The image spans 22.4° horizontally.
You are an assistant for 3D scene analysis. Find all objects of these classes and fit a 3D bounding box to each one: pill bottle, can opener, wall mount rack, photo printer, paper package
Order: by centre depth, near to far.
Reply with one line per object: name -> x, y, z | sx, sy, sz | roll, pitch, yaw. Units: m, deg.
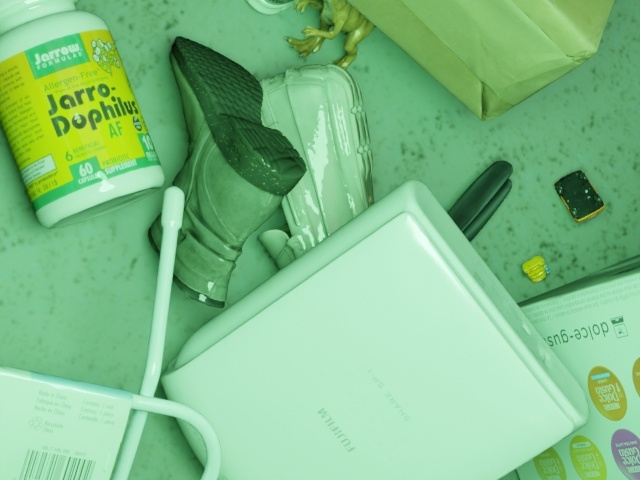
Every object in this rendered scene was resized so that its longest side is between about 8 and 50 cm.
wall mount rack -> -0.242, 0.091, 1.288 | 0.350, 0.130, 0.304 | 13, 104, -21
photo printer -> 0.033, 0.131, 1.381 | 0.307, 0.107, 0.256 | -35, 99, 19
pill bottle -> -0.222, -0.125, 1.392 | 0.117, 0.117, 0.208 | -20, 88, -25
paper package -> 0.143, -0.333, 1.493 | 0.309, 0.168, 0.325 | 40, 51, -23
can opener -> 0.132, -0.007, 1.561 | 0.073, 0.059, 0.186 | 32, 56, 13

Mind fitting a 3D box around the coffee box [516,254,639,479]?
coffee box -> 0.400, 0.156, 1.488 | 0.338, 0.337, 0.334 | -19, 88, -27

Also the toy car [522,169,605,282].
toy car -> 0.236, -0.013, 1.626 | 0.122, 0.060, 0.040 | -43, 143, -8

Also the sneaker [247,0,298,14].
sneaker -> 0.006, -0.275, 1.543 | 0.170, 0.075, 0.063 | -35, 94, -25

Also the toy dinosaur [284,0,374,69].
toy dinosaur -> 0.035, -0.208, 1.541 | 0.064, 0.112, 0.211 | 49, 21, 19

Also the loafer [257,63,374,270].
loafer -> 0.000, 0.000, 1.484 | 0.111, 0.112, 0.320 | -9, 87, 12

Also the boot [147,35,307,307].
boot -> -0.112, -0.064, 1.431 | 0.083, 0.246, 0.161 | 19, 117, -34
